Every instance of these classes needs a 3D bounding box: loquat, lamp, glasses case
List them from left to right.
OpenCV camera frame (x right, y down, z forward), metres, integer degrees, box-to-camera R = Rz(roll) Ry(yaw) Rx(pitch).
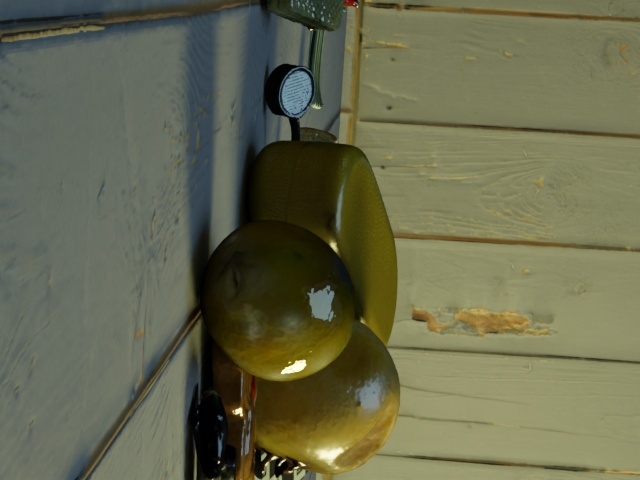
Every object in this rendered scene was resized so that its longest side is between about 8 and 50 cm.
[{"bbox_3d":[-0.042,0.055,1.485,0.195,0.152,0.152,21,72,-64],"label":"loquat"},{"bbox_3d":[-0.050,-0.069,2.086,0.130,0.108,0.371,-43,136,-27],"label":"lamp"},{"bbox_3d":[-0.004,0.184,1.872,0.213,0.213,0.213,4,90,-87],"label":"loquat"},{"bbox_3d":[0.000,0.000,1.942,0.371,0.141,0.173,68,31,-59],"label":"glasses case"}]

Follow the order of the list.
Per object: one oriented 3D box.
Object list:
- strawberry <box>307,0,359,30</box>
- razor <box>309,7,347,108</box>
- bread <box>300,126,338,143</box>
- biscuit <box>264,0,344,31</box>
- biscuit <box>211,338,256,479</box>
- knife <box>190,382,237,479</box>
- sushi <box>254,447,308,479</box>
[{"bbox_3d":[0.021,-0.438,2.069,0.306,0.137,0.233,93,4,-47],"label":"strawberry"},{"bbox_3d":[-0.001,-0.316,2.686,0.068,0.037,0.191,14,81,-44],"label":"razor"},{"bbox_3d":[-0.009,-0.130,2.484,0.083,0.070,0.077,94,3,-51],"label":"bread"},{"bbox_3d":[-0.007,-0.384,1.901,0.150,0.052,0.252,12,81,-64],"label":"biscuit"},{"bbox_3d":[-0.087,0.195,1.654,0.295,0.044,0.186,91,-4,-46],"label":"biscuit"},{"bbox_3d":[-0.107,0.309,1.566,0.089,0.043,0.365,-84,178,-63],"label":"knife"},{"bbox_3d":[-0.066,0.238,2.125,0.192,0.050,0.215,-41,133,-62],"label":"sushi"}]
